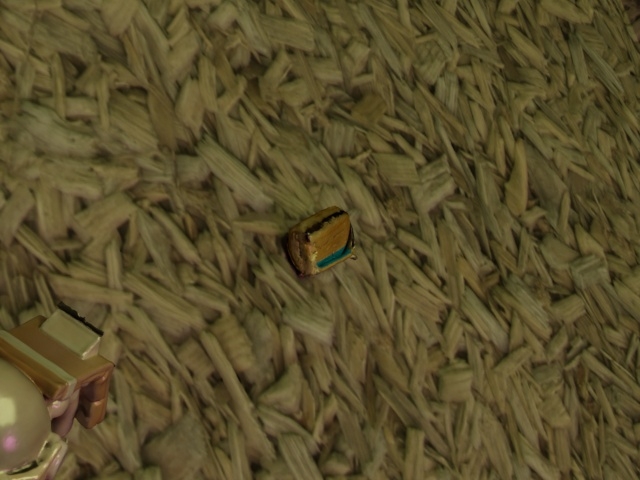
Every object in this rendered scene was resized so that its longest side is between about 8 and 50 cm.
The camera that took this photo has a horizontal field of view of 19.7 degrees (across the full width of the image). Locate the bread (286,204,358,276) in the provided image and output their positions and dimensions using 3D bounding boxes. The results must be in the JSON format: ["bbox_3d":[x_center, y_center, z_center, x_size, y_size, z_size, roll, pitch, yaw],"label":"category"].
[{"bbox_3d":[0.000,0.000,2.291,0.106,0.053,0.072,-27,111,-55],"label":"bread"}]

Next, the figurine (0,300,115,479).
[{"bbox_3d":[-0.297,0.160,1.707,0.162,0.141,0.237,33,34,12],"label":"figurine"}]
